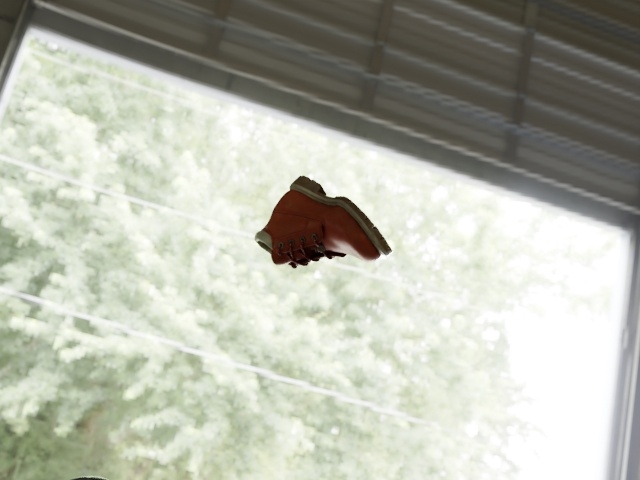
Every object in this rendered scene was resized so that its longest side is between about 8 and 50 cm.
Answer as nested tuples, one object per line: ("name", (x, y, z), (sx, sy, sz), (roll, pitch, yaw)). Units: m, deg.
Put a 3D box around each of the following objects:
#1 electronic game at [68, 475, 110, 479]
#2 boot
("electronic game", (-0.182, 0.310, 0.797), (0.229, 0.229, 0.048), (-7, -4, 44))
("boot", (0.000, 0.000, 0.872), (0.059, 0.084, 0.158), (52, -14, -32))
